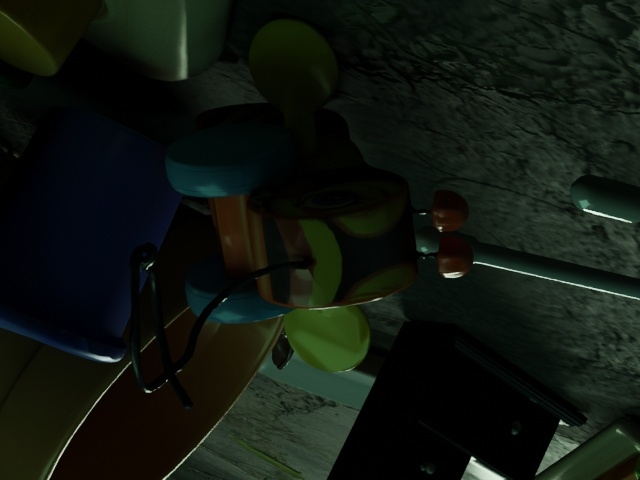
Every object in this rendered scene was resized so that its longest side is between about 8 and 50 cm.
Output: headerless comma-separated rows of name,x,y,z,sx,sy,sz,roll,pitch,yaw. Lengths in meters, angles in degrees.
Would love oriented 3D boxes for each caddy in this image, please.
caddy,-0.219,-0.019,1.137,0.241,0.179,0.341,27,179,-11

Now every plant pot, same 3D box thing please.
plant pot,-0.187,0.064,1.425,0.203,0.291,0.291,40,170,17

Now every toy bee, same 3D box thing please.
toy bee,0.000,0.000,0.982,0.162,0.298,0.195,-5,132,4

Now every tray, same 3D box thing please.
tray,0.014,0.120,1.702,0.270,0.030,0.145,16,163,36

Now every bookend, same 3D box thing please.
bookend,0.107,0.170,1.450,0.156,0.157,0.072,35,164,-27

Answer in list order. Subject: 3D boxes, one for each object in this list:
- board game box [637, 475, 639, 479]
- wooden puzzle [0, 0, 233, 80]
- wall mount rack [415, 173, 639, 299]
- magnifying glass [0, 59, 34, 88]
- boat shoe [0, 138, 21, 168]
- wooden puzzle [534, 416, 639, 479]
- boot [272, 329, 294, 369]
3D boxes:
board game box,0.289,0.177,1.176,0.170,0.141,0.048,17,165,34
wooden puzzle,-0.210,-0.190,0.908,0.347,0.080,0.322,27,166,1
wall mount rack,0.219,0.067,0.961,0.304,0.130,0.350,52,161,-6
magnifying glass,-0.223,-0.147,1.208,0.092,0.026,0.231,29,168,-9
boat shoe,-0.298,-0.039,1.582,0.110,0.121,0.341,62,169,14
wooden puzzle,0.294,0.238,1.509,0.221,0.044,0.239,28,155,-6
boot,-0.069,0.061,1.603,0.114,0.037,0.106,24,143,1
